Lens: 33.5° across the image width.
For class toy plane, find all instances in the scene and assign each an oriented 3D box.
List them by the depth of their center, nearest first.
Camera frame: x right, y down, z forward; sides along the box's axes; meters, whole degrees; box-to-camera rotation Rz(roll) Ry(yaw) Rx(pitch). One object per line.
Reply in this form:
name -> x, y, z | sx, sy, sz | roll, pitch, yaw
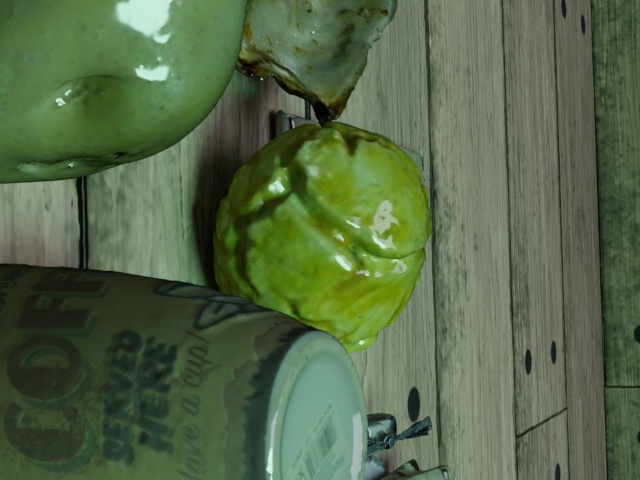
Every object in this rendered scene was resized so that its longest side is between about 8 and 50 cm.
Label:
toy plane -> 0.038, 0.221, 1.186 | 0.197, 0.078, 0.053 | -2, 92, -50

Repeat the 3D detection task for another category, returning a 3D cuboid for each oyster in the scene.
oyster -> -0.023, -0.274, 1.081 | 0.221, 0.096, 0.361 | 62, 36, -33

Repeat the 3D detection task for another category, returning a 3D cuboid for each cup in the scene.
cup -> -0.126, 0.144, 0.652 | 0.301, 0.257, 0.227 | -58, 136, -47

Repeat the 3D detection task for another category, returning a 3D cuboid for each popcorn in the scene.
popcorn -> 0.000, 0.000, 0.984 | 0.204, 0.184, 0.221 | 12, 106, -34

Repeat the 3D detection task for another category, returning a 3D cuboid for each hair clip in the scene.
hair clip -> 0.061, 0.300, 1.219 | 0.292, 0.084, 0.106 | 1, 74, -59

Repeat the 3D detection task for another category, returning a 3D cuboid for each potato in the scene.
potato -> -0.147, -0.182, 0.648 | 0.243, 0.221, 0.326 | 108, -21, -56

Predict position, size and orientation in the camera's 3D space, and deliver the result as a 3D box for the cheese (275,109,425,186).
cheese -> 0.049, -0.088, 1.277 | 0.400, 0.034, 0.085 | 8, 81, -64
